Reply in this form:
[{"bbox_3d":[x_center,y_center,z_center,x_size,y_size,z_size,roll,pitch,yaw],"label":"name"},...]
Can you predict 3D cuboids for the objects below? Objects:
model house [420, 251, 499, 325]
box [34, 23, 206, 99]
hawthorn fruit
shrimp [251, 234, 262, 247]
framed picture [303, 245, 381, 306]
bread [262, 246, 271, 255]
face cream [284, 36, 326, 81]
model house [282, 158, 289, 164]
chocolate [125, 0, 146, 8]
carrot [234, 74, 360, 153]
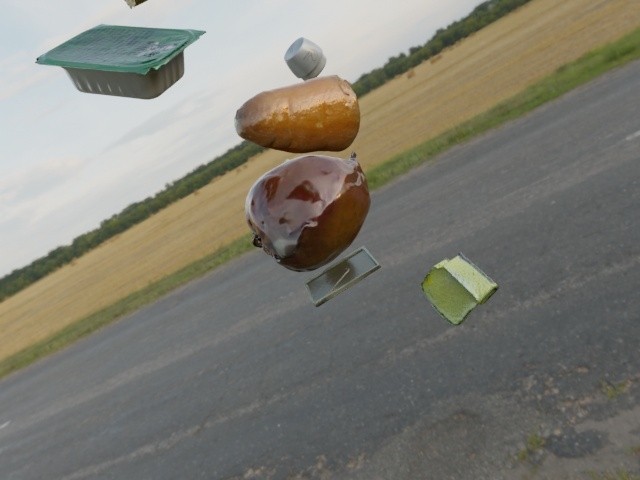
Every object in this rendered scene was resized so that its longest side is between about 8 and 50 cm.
[{"bbox_3d":[0.484,0.149,1.819,0.212,0.194,0.170,-27,-29,-40],"label":"model house"},{"bbox_3d":[-0.473,-0.428,1.288,0.337,0.105,0.264,11,44,16],"label":"box"},{"bbox_3d":[-0.029,-0.071,1.361,0.325,0.307,0.308,-14,11,-2],"label":"hawthorn fruit"},{"bbox_3d":[-0.155,-0.048,2.055,0.262,0.066,0.117,-41,-19,19],"label":"shrimp"},{"bbox_3d":[0.068,0.117,1.825,0.260,0.023,0.189,-32,24,-2],"label":"framed picture"},{"bbox_3d":[-0.129,0.003,1.548,0.085,0.085,0.053,-28,9,10],"label":"bread"},{"bbox_3d":[-0.048,-0.567,1.661,0.117,0.104,0.117,-31,41,32],"label":"face cream"},{"bbox_3d":[-0.090,-0.181,1.812,0.127,0.149,0.100,-50,-20,-18],"label":"model house"},{"bbox_3d":[-0.368,-0.625,1.237,0.219,0.085,0.086,-43,16,-26],"label":"chocolate"},{"bbox_3d":[-0.059,-0.245,1.040,0.225,0.158,0.159,-11,0,-30],"label":"carrot"}]
